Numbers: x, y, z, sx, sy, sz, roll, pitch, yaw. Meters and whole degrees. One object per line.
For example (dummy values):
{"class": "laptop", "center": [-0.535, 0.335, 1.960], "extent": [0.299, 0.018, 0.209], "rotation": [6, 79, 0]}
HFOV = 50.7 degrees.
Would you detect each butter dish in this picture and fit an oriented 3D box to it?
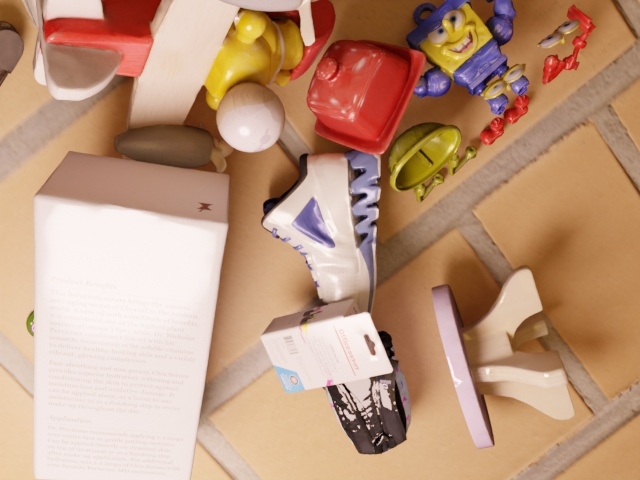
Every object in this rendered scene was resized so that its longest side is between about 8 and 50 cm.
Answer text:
{"class": "butter dish", "center": [0.041, -0.222, 0.954], "extent": [0.118, 0.159, 0.160], "rotation": [20, 95, -46]}

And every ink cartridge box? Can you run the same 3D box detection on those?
{"class": "ink cartridge box", "center": [0.016, 0.154, 1.000], "extent": [0.181, 0.061, 0.104], "rotation": [-16, 106, 25]}

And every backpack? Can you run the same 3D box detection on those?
{"class": "backpack", "center": [0.083, 0.249, 1.098], "extent": [0.151, 0.115, 0.182], "rotation": [-21, 91, 20]}

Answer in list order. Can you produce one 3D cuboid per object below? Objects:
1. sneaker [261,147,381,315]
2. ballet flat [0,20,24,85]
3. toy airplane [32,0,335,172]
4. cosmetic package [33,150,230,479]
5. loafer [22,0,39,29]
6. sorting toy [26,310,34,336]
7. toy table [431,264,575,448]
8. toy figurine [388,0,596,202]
{"class": "sneaker", "center": [0.000, -0.001, 1.051], "extent": [0.182, 0.127, 0.316], "rotation": [3, 107, 6]}
{"class": "ballet flat", "center": [-0.516, -0.209, 0.971], "extent": [0.058, 0.084, 0.250], "rotation": [40, 98, 27]}
{"class": "toy airplane", "center": [-0.153, -0.224, 0.840], "extent": [0.384, 0.386, 0.272], "rotation": [-34, 81, 6]}
{"class": "cosmetic package", "center": [-0.268, 0.125, 0.954], "extent": [0.229, 0.161, 0.454], "rotation": [8, 117, -9]}
{"class": "loafer", "center": [-0.404, -0.441, 0.924], "extent": [0.111, 0.112, 0.320], "rotation": [2, 109, 30]}
{"class": "sorting toy", "center": [-0.413, 0.133, 1.056], "extent": [0.101, 0.042, 0.061], "rotation": [2, 101, -7]}
{"class": "toy table", "center": [0.290, 0.183, 1.068], "extent": [0.160, 0.252, 0.274], "rotation": [-17, 112, 14]}
{"class": "toy figurine", "center": [0.200, -0.259, 1.035], "extent": [0.362, 0.191, 0.217], "rotation": [-41, 73, 9]}
